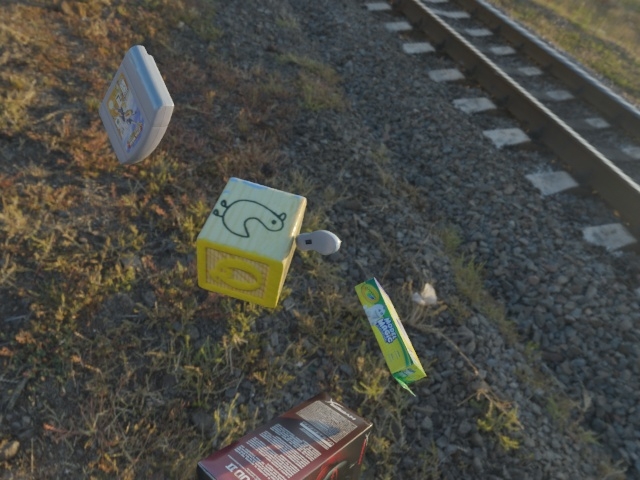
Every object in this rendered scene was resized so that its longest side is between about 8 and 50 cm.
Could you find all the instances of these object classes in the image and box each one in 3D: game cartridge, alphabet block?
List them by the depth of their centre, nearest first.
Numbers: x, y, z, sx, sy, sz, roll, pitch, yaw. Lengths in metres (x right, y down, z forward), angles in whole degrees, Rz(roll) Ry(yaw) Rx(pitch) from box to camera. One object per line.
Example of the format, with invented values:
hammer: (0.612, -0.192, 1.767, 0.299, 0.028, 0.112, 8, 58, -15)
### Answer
alphabet block: (-0.155, 0.006, 1.024, 0.193, 0.193, 0.197, 15, 50, 1)
game cartridge: (-0.486, -0.329, 1.174, 0.062, 0.297, 0.198, -14, 78, -45)

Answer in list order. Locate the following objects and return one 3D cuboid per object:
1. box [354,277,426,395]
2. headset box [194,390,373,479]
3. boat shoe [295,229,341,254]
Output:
box: (0.117, 0.158, 0.729, 0.043, 0.105, 0.179, -26, 58, 9)
headset box: (-0.066, 0.380, 0.640, 0.110, 0.218, 0.293, 22, 16, 34)
boat shoe: (0.000, 0.000, 0.915, 0.040, 0.049, 0.142, -13, 9, -34)
